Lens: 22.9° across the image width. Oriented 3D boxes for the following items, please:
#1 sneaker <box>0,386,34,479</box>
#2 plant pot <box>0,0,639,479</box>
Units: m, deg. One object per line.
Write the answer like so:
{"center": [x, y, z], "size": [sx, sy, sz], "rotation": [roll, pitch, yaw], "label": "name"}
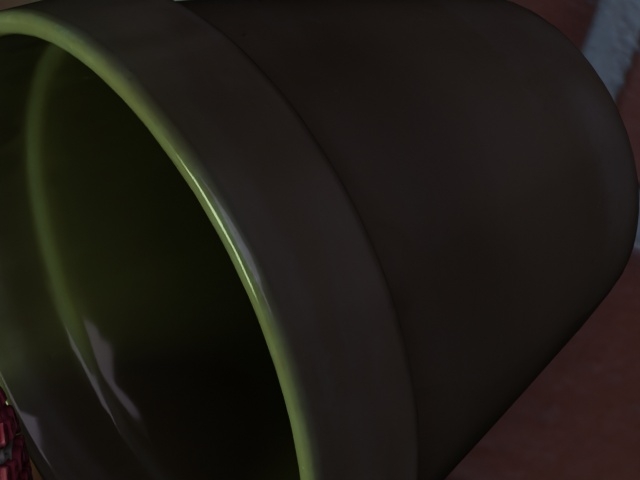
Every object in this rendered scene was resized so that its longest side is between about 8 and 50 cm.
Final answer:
{"center": [-0.207, 0.209, 0.785], "size": [0.112, 0.121, 0.299], "rotation": [8, 79, -1], "label": "sneaker"}
{"center": [0.000, 0.000, 0.812], "size": [0.280, 0.323, 0.323], "rotation": [-26, 82, -33], "label": "plant pot"}
